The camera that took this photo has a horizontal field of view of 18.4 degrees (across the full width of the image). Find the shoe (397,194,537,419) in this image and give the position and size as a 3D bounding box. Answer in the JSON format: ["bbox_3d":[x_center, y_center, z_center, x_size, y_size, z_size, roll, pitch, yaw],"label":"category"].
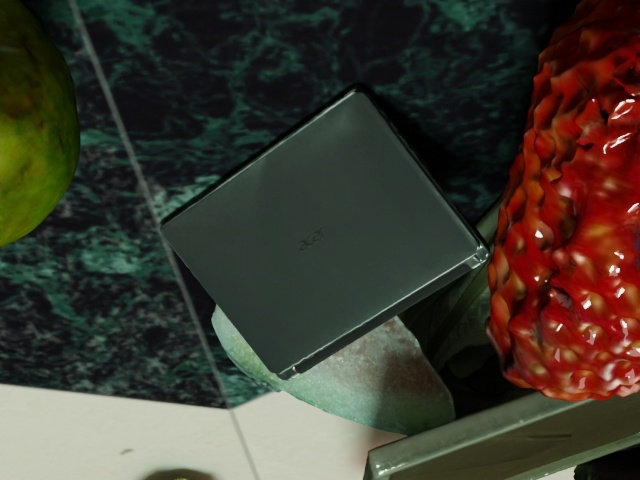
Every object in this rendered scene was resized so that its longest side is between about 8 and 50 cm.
[{"bbox_3d":[0.148,0.032,1.235,0.103,0.098,0.275,17,139,-31],"label":"shoe"}]

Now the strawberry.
[{"bbox_3d":[0.171,-0.009,1.077,0.205,0.205,0.244,19,132,-28],"label":"strawberry"}]

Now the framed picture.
[{"bbox_3d":[0.137,0.132,1.292,0.240,0.020,0.324,-19,165,-4],"label":"framed picture"}]

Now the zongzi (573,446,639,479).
[{"bbox_3d":[0.421,0.192,1.398,0.383,0.319,0.362,-9,141,-26],"label":"zongzi"}]

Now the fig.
[{"bbox_3d":[-0.217,-0.063,1.033,0.167,0.167,0.233,10,174,-19],"label":"fig"}]

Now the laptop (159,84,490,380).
[{"bbox_3d":[0.000,0.000,1.189,0.180,0.016,0.129,-33,98,33],"label":"laptop"}]

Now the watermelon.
[{"bbox_3d":[0.019,0.061,1.244,0.180,0.081,0.094,34,143,16],"label":"watermelon"}]

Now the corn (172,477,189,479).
[{"bbox_3d":[-0.139,0.258,1.533,0.080,0.080,0.238,12,139,-21],"label":"corn"}]
